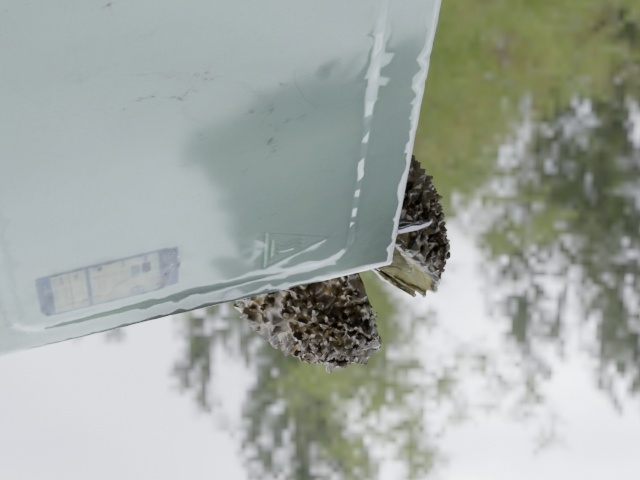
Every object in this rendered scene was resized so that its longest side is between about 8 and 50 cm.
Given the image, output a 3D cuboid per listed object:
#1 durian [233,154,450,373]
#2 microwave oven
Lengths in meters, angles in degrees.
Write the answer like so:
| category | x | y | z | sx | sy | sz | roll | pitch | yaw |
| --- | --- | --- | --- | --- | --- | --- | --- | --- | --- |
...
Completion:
| category | x | y | z | sx | sy | sz | roll | pitch | yaw |
| --- | --- | --- | --- | --- | --- | --- | --- | --- | --- |
| durian | 0.000 | 0.000 | 1.553 | 0.196 | 0.167 | 0.196 | 1 | -123 | -2 |
| microwave oven | -0.099 | -0.130 | 0.878 | 0.286 | 0.355 | 0.218 | -14 | -116 | -9 |
